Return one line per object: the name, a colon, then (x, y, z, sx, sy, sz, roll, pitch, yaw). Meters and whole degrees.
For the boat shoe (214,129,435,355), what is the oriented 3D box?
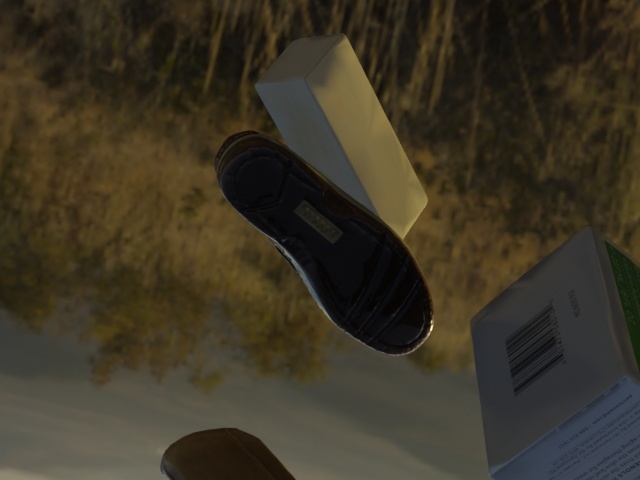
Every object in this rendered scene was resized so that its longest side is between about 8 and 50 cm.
boat shoe: (0.006, -0.005, 1.178, 0.257, 0.095, 0.095, 49, 180, -23)

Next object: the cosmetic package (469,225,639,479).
cosmetic package: (0.311, 0.178, 1.135, 0.365, 0.197, 0.155, 33, 121, -24)

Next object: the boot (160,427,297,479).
boot: (-0.015, 0.299, 1.478, 0.236, 0.089, 0.269, 3, -156, -39)

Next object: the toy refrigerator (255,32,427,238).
toy refrigerator: (0.028, -0.121, 1.684, 0.094, 0.102, 0.269, 0, 132, 40)
